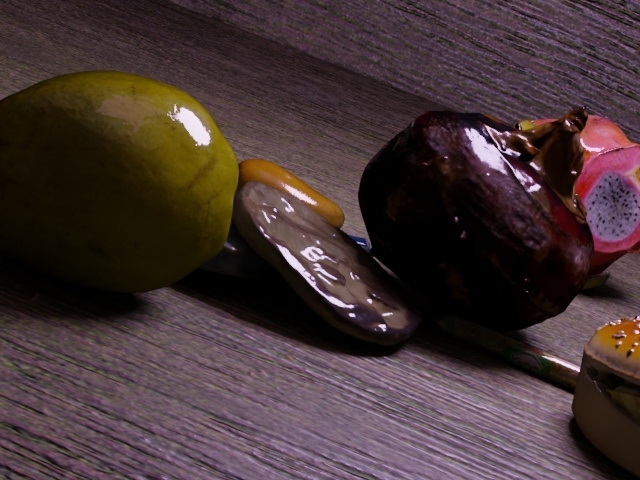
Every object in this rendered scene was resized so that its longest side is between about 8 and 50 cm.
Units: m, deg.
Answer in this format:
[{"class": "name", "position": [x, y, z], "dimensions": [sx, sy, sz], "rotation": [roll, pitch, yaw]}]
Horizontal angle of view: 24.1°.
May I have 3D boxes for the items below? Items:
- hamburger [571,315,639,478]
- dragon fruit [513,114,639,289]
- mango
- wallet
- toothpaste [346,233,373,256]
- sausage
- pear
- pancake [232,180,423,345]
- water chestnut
[{"class": "hamburger", "position": [0.452, 0.192, 1.810], "dimensions": [0.300, 0.176, 0.300], "rotation": [17, 15, -5]}, {"class": "dragon fruit", "position": [0.430, -0.062, 2.465], "dimensions": [0.290, 0.290, 0.189], "rotation": [15, 11, -19]}, {"class": "mango", "position": [-0.051, -0.056, 2.212], "dimensions": [0.184, 0.085, 0.102], "rotation": [29, 10, -8]}, {"class": "wallet", "position": [-0.214, -0.037, 1.947], "dimensions": [0.360, 0.083, 0.252], "rotation": [26, 11, 18]}, {"class": "toothpaste", "position": [0.000, 0.000, 2.172], "dimensions": [0.197, 0.035, 0.057], "rotation": [13, 1, -21]}, {"class": "sausage", "position": [0.269, 0.153, 1.983], "dimensions": [0.269, 0.033, 0.033], "rotation": [23, 15, 10]}, {"class": "pear", "position": [-0.248, -0.068, 1.694], "dimensions": [0.307, 0.253, 0.253], "rotation": [2, 19, -12]}, {"class": "pancake", "position": [0.007, 0.031, 1.911], "dimensions": [0.294, 0.049, 0.294], "rotation": [36, 16, -12]}, {"class": "water chestnut", "position": [0.241, -0.051, 2.032], "dimensions": [0.335, 0.347, 0.335], "rotation": [42, 9, -8]}]
